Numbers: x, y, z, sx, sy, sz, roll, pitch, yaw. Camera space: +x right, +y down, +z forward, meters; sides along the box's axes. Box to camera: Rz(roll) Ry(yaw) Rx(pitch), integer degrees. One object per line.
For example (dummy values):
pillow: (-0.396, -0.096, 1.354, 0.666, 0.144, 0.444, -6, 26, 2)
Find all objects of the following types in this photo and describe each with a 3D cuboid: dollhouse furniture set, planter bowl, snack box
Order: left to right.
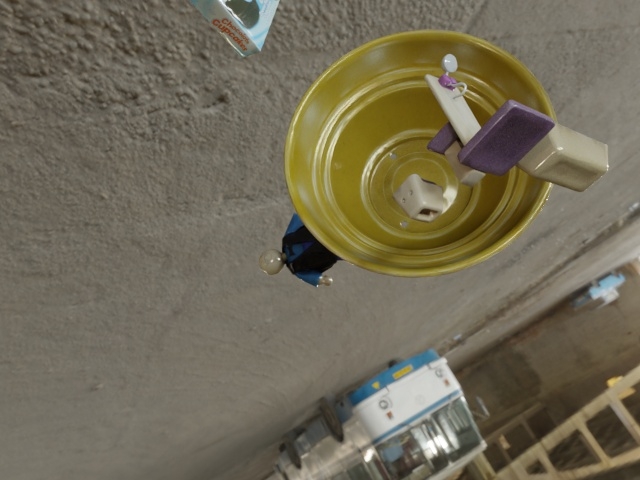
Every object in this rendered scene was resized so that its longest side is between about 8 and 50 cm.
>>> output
snack box: (-0.152, -0.545, 1.100, 0.060, 0.321, 0.187, -7, 146, 36)
planter bowl: (0.085, -0.064, 0.484, 0.217, 0.217, 0.090, -32, 159, 3)
dollhouse furniture set: (0.107, -0.061, 0.347, 0.114, 0.081, 0.091, 10, 137, -32)

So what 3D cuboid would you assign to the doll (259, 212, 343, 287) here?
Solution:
doll: (0.000, 0.000, 0.788, 0.189, 0.129, 0.046, -24, 161, 9)
